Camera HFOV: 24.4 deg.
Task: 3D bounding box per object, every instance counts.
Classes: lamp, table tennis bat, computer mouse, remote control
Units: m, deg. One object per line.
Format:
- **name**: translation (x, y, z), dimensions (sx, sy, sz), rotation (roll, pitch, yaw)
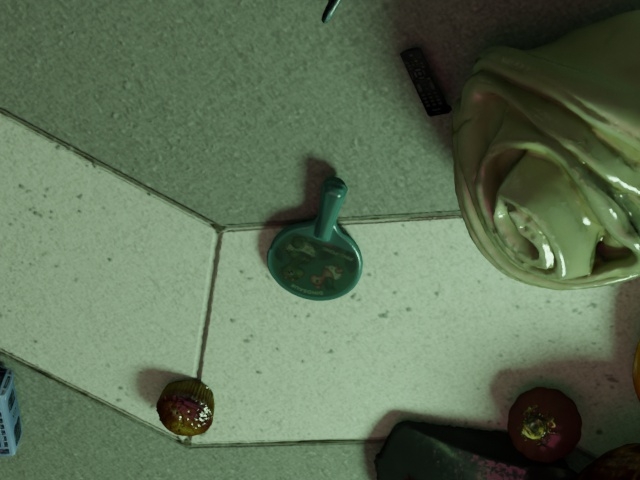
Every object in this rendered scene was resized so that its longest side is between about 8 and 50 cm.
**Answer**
- **lamp**: translation (0.297, 0.244, 1.963), dimensions (0.101, 0.090, 0.101), rotation (0, 90, 25)
- **table tennis bat**: translation (0.000, 0.000, 1.879), dimensions (0.124, 0.033, 0.201), rotation (14, 132, -1)
- **computer mouse**: translation (0.217, 0.348, 2.053), dimensions (0.295, 0.087, 0.168), rotation (10, 126, 4)
- **remote control**: translation (0.123, -0.187, 1.728), dimensions (0.034, 0.016, 0.091), rotation (-7, 125, 35)

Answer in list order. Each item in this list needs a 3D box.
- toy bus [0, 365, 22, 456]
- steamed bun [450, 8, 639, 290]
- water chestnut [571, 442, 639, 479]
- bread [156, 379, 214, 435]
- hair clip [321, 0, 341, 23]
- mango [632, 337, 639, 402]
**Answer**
- **toy bus**: translation (-0.472, 0.231, 2.110), dimensions (0.076, 0.073, 0.167), rotation (3, 129, 5)
- **steamed bun**: translation (0.304, -0.068, 1.644), dimensions (0.324, 0.219, 0.310), rotation (-7, 128, 23)
- **water chestnut**: translation (0.482, 0.403, 1.943), dimensions (0.350, 0.302, 0.350), rotation (31, 156, 16)
- **bread**: translation (-0.189, 0.238, 2.072), dimensions (0.085, 0.053, 0.085), rotation (5, 126, 7)
- **hair clip**: translation (0.095, -0.332, 1.610), dimensions (0.275, 0.048, 0.083), rotation (-25, 113, 24)
- **mango**: translation (0.464, 0.154, 1.857), dimensions (0.141, 0.102, 0.217), rotation (-4, 127, 6)
